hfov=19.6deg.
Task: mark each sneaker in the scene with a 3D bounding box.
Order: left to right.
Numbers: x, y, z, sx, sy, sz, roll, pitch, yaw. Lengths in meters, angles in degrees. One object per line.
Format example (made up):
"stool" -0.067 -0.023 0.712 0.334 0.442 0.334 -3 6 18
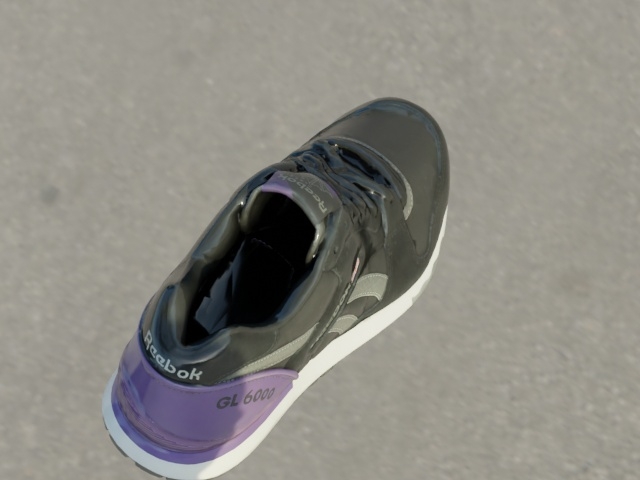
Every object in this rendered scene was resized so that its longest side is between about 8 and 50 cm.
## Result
"sneaker" 0.000 0.000 0.979 0.107 0.124 0.283 32 52 9
